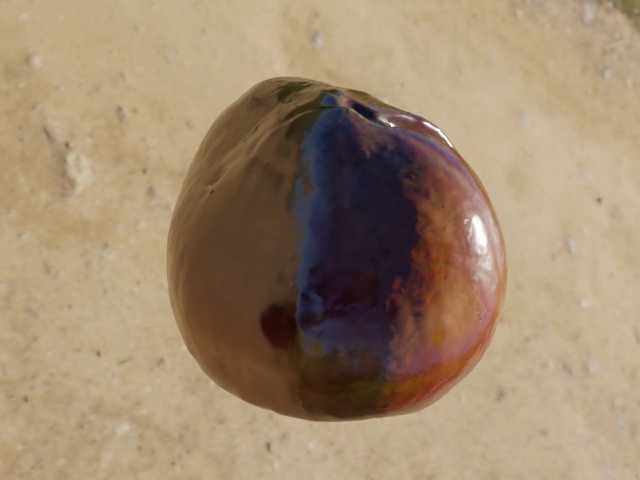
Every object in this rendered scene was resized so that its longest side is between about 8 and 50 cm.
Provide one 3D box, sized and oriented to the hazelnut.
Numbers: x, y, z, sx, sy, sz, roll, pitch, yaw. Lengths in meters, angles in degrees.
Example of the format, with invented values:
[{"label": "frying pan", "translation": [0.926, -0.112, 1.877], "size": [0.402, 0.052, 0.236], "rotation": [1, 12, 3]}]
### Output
[{"label": "hazelnut", "translation": [0.000, 0.000, 0.720], "size": [0.178, 0.178, 0.204], "rotation": [39, 13, -34]}]
